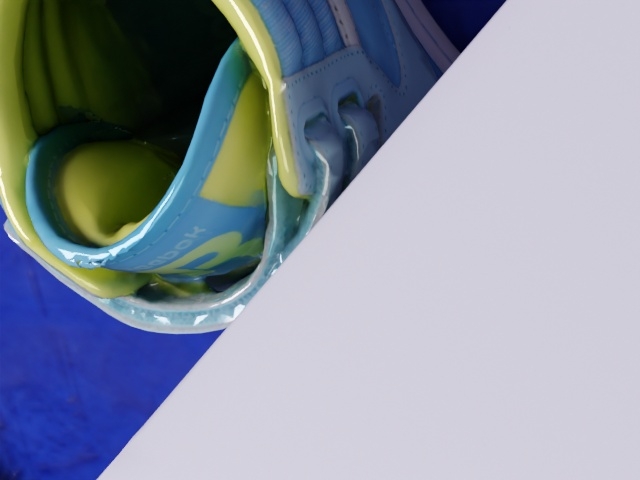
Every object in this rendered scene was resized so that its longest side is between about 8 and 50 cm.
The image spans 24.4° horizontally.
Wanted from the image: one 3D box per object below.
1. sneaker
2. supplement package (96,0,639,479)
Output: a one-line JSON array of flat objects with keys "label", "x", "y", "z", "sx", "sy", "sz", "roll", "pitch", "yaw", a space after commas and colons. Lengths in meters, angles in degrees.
[{"label": "sneaker", "x": 0.000, "y": 0.000, "z": 0.492, "sx": 0.127, "sy": 0.208, "sz": 0.319, "roll": -30, "pitch": 111, "yaw": 24}, {"label": "supplement package", "x": 0.106, "y": 0.053, "z": 0.373, "sx": 0.262, "sy": 0.204, "sz": 0.145, "roll": -49, "pitch": 141, "yaw": 12}]
